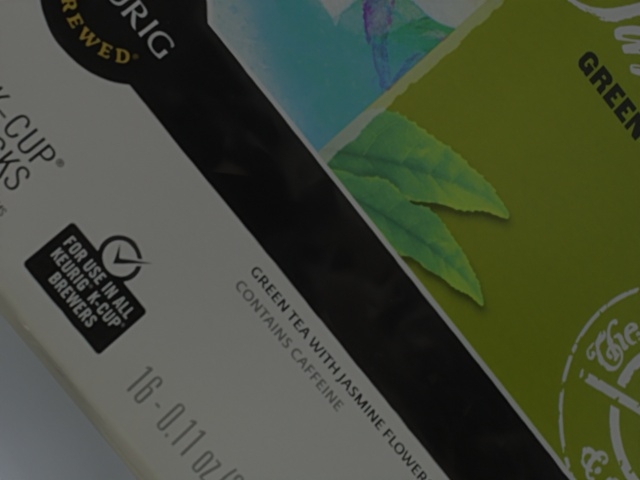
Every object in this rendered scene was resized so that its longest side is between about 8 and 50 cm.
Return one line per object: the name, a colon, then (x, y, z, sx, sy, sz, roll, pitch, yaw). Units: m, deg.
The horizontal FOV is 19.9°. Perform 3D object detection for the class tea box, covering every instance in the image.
tea box: (0.000, 0.000, 0.689, 0.329, 0.323, 0.220, 51, -30, -8)
